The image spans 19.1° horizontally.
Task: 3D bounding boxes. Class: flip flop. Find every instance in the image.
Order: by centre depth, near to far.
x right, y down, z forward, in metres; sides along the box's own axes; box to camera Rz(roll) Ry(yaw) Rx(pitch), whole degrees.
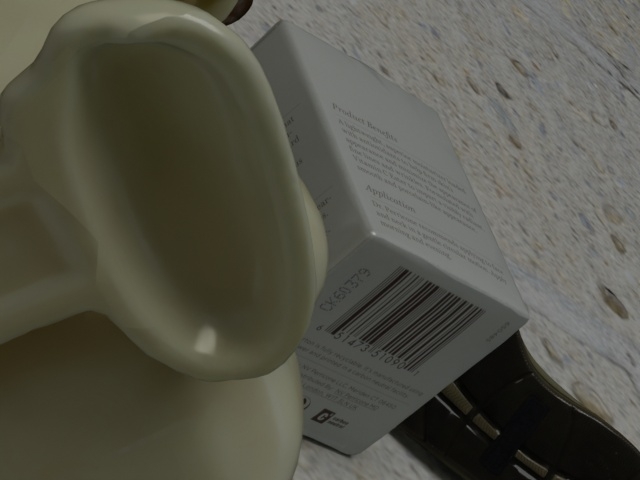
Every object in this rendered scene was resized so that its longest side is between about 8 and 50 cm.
[{"bbox_3d":[0.113,0.105,1.267,0.277,0.112,0.080,43,-3,-8],"label":"flip flop"}]

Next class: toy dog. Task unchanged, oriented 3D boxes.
[{"bbox_3d":[-0.122,-0.055,0.863,0.395,0.284,0.408,51,17,-37],"label":"toy dog"}]

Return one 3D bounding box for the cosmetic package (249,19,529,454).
[{"bbox_3d":[0.000,0.000,1.147,0.151,0.151,0.184,28,31,-41],"label":"cosmetic package"}]
